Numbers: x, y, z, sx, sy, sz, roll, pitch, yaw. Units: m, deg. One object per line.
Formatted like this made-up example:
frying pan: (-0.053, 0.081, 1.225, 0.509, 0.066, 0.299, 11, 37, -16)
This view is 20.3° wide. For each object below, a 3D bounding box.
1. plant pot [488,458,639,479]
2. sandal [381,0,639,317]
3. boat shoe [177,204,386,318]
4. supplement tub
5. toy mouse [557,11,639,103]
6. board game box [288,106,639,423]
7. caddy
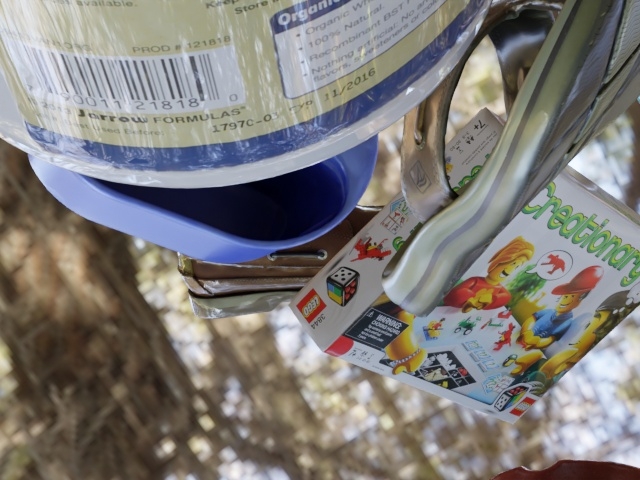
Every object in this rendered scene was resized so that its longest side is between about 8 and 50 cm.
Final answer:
plant pot: (0.209, 0.336, 1.438, 0.272, 0.272, 0.265, -12, -129, 26)
sandal: (0.078, -0.056, 0.847, 0.120, 0.086, 0.303, -42, 173, -32)
boat shoe: (0.000, 0.000, 1.839, 0.307, 0.104, 0.111, -13, -157, 5)
supplement tub: (-0.053, -0.180, 0.511, 0.228, 0.316, 0.228, -2, -117, 3)
toy mouse: (0.203, -0.120, 1.153, 0.031, 0.143, 0.161, -44, -105, -4)
board game box: (0.130, 0.029, 1.301, 0.193, 0.305, 0.053, -46, -122, 13)
caddy: (-0.115, -0.120, 1.689, 0.179, 0.341, 0.241, 149, -42, -67)
